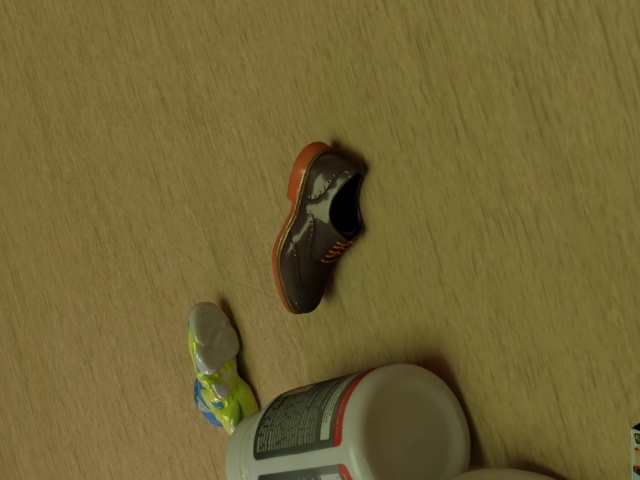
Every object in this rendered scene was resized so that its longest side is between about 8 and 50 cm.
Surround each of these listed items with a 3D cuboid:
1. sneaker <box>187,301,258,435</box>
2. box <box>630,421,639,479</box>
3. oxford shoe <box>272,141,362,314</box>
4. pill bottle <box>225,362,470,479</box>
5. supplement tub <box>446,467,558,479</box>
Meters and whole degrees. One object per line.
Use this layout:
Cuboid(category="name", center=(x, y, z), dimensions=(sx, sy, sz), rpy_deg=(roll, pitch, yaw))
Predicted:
Cuboid(category="sneaker", center=(-0.192, 0.223, 2.018), dimensions=(0.126, 0.091, 0.240), rpy_deg=(-10, 98, 53))
Cuboid(category="box", center=(0.442, 0.281, 1.311), dimensions=(0.207, 0.036, 0.114), rpy_deg=(14, 116, 47))
Cuboid(category="oxford shoe", center=(0.000, 0.000, 1.689), dimensions=(0.098, 0.097, 0.271), rpy_deg=(29, 126, 33))
Cuboid(category="pill bottle", center=(0.025, 0.303, 1.691), dimensions=(0.363, 0.210, 0.210), rpy_deg=(-22, 88, 53))
Cuboid(category="supplement tub", center=(0.228, 0.484, 1.494), dimensions=(0.241, 0.241, 0.331), rpy_deg=(26, 124, 42))
